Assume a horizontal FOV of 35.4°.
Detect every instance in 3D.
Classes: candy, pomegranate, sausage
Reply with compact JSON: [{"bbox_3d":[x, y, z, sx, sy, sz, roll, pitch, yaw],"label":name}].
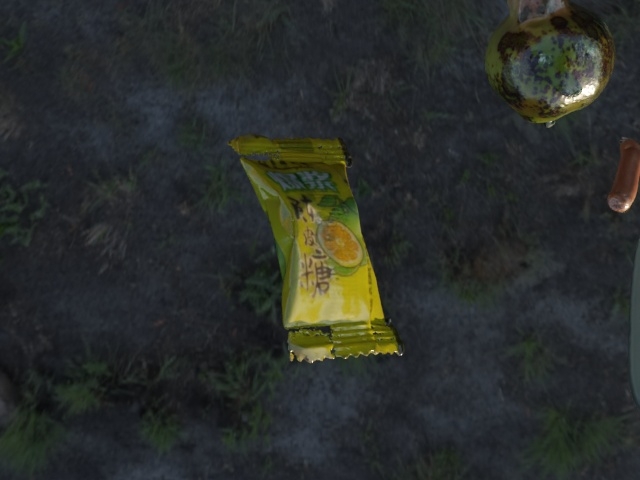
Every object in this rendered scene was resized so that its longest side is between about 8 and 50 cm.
[{"bbox_3d":[0.000,0.000,1.187,0.187,0.297,0.081,1,152,-42],"label":"candy"},{"bbox_3d":[0.350,-0.322,1.623,0.204,0.222,0.276,-43,118,5],"label":"pomegranate"},{"bbox_3d":[0.467,-0.102,1.528,0.042,0.157,0.036,38,137,-15],"label":"sausage"}]

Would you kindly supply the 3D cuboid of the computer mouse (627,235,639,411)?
[{"bbox_3d":[0.514,0.111,1.343,0.197,0.095,0.330,5,74,8],"label":"computer mouse"}]
